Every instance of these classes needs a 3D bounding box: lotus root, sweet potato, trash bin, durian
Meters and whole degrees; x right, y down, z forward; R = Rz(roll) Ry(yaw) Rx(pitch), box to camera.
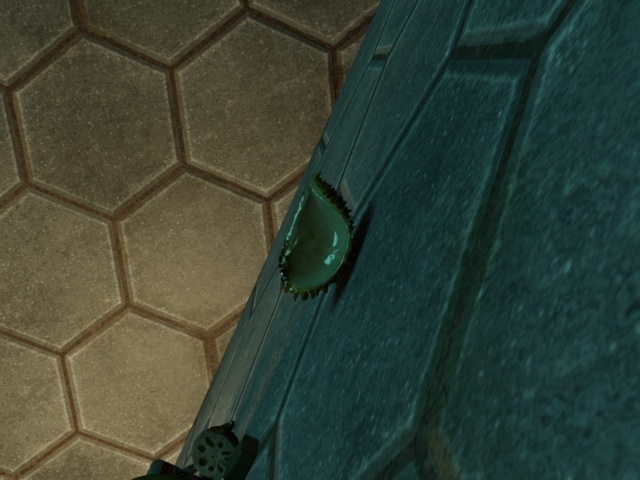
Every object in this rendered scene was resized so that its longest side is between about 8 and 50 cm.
[{"bbox_3d":[-0.261,0.520,1.688,0.081,0.112,0.122,-76,9,-80],"label":"lotus root"},{"bbox_3d":[-0.318,0.635,1.970,0.069,0.059,0.249,19,-89,-78],"label":"sweet potato"},{"bbox_3d":[-0.171,0.476,1.476,0.092,0.043,0.061,-60,10,23],"label":"trash bin"},{"bbox_3d":[0.000,0.000,1.327,0.144,0.139,0.252,-175,108,-87],"label":"durian"}]

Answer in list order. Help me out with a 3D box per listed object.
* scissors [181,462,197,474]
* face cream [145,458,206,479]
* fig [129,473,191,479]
[{"bbox_3d":[-0.450,0.758,2.078,0.256,0.029,0.383,-31,-19,-8],"label":"scissors"},{"bbox_3d":[-0.369,0.666,1.670,0.201,0.187,0.201,-62,5,9],"label":"face cream"},{"bbox_3d":[-0.334,0.602,1.355,0.316,0.316,0.316,-157,90,-82],"label":"fig"}]
